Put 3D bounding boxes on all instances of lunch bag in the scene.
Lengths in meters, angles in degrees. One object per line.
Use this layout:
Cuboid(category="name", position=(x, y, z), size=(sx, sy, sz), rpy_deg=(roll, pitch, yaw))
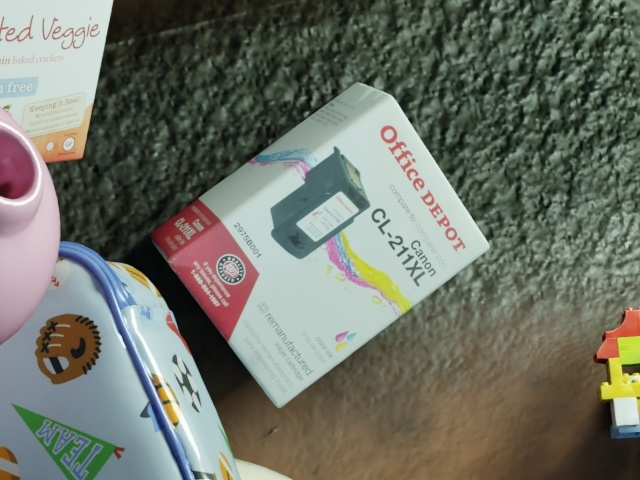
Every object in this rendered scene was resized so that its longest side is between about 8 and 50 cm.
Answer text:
Cuboid(category="lunch bag", position=(-0.165, 0.171, 0.823), size=(0.243, 0.115, 0.303), rpy_deg=(-23, 78, 5))

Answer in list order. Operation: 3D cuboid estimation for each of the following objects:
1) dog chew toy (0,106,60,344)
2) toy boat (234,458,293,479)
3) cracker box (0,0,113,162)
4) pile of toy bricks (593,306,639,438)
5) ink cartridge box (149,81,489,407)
Cuboid(category="dog chew toy", position=(-0.250, 0.027, 0.668), size=(0.332, 0.206, 0.206), rpy_deg=(-26, 115, 34))
Cuboid(category="toy boat", position=(-0.033, 0.288, 0.962), size=(0.318, 0.148, 0.267), rpy_deg=(18, 92, -12))
Cuboid(category="cracker box", position=(-0.185, -0.153, 0.779), size=(0.156, 0.067, 0.232), rpy_deg=(-13, 124, -49))
Cuboid(category="pile of toy bricks", position=(0.296, 0.080, 1.034), size=(0.212, 0.118, 0.105), rpy_deg=(-4, 75, 0))
Cuboid(category="ink cartridge box", position=(0.000, 0.000, 0.929), size=(0.175, 0.072, 0.127), rpy_deg=(-37, 109, -5))
